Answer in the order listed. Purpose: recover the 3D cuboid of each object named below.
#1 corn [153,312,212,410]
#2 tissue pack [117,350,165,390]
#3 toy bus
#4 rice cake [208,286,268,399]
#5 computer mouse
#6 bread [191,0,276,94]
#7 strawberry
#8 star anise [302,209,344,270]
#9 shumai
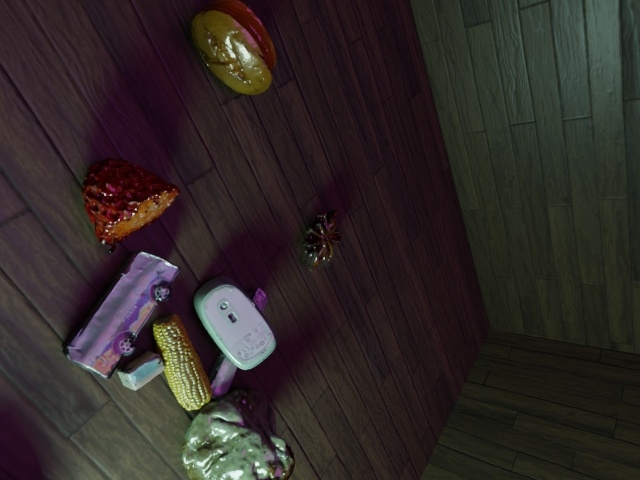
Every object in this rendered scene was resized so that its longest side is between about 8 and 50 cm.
[{"bbox_3d":[-0.384,0.353,1.193,0.101,0.102,0.310,-35,117,-42],"label":"corn"},{"bbox_3d":[-0.466,0.338,1.119,0.094,0.074,0.058,-34,114,-45],"label":"tissue pack"},{"bbox_3d":[-0.488,0.172,1.067,0.138,0.113,0.316,41,61,-30],"label":"toy bus"},{"bbox_3d":[-0.266,0.320,1.356,0.073,0.056,0.364,36,65,-36],"label":"rice cake"},{"bbox_3d":[-0.260,0.244,1.291,0.159,0.097,0.288,-38,100,-21],"label":"computer mouse"},{"bbox_3d":[-0.243,-0.552,1.236,0.269,0.196,0.142,48,48,-42],"label":"bread"},{"bbox_3d":[-0.479,-0.107,1.039,0.178,0.234,0.234,50,51,-3],"label":"strawberry"},{"bbox_3d":[0.004,-0.004,1.623,0.220,0.099,0.214,-31,129,-48],"label":"star anise"},{"bbox_3d":[-0.211,0.616,1.256,0.309,0.264,0.304,-54,142,-23],"label":"shumai"}]
